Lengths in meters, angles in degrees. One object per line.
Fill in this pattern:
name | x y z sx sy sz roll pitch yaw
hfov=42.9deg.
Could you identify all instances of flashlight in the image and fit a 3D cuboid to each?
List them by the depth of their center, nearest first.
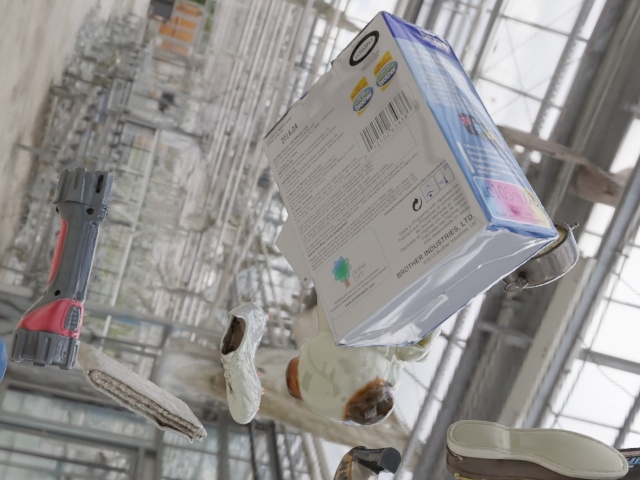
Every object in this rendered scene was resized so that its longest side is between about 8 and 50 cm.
flashlight | -0.396 0.042 1.251 0.103 0.103 0.304 146 -47 -67

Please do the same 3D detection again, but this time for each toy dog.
toy dog | 0.097 0.163 1.601 0.395 0.284 0.408 22 84 -67

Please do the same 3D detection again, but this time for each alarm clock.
alarm clock | 0.332 0.034 1.280 0.129 0.064 0.192 -12 -161 39

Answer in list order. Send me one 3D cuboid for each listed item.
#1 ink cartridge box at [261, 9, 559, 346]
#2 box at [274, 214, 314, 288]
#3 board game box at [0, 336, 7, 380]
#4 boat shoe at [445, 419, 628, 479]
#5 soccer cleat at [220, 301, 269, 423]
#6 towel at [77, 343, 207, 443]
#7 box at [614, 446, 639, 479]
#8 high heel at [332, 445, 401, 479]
ink cartridge box | 0.085 -0.098 1.056 0.270 0.151 0.395 -42 -123 34
box | 0.000 0.000 1.273 0.101 0.087 0.102 54 -41 26
board game box | -0.487 0.171 1.039 0.033 0.168 0.133 102 -30 -45
boat shoe | 0.395 0.415 1.514 0.116 0.324 0.097 -62 155 -62
soccer cleat | -0.127 0.190 1.256 0.068 0.076 0.196 13 -79 36
towel | -0.360 0.305 1.616 0.049 0.282 0.187 -55 -157 -8
box | 0.528 0.500 1.509 0.295 0.073 0.293 -18 -166 40
high heel | 0.026 0.452 1.337 0.261 0.093 0.186 -51 -176 -24
